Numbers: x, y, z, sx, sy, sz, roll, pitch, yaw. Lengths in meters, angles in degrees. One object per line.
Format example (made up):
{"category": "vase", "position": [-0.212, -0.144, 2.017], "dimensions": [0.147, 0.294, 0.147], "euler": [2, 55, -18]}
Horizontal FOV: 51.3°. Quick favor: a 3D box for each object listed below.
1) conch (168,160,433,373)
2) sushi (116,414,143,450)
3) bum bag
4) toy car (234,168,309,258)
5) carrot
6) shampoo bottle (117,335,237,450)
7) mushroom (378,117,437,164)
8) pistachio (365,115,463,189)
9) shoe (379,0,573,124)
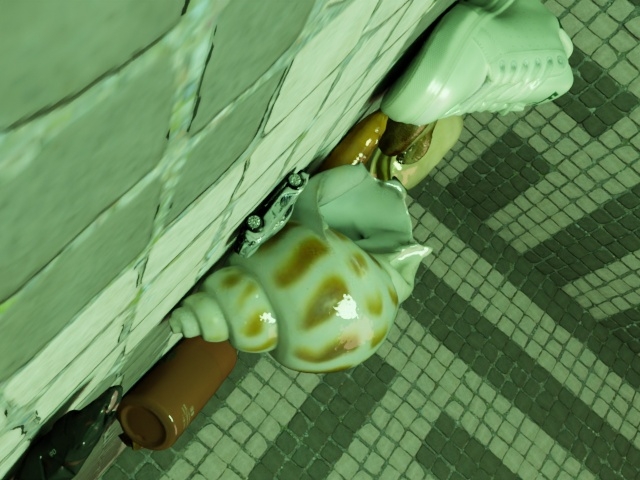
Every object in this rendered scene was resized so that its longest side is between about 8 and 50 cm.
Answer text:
{"category": "conch", "position": [-0.009, 0.036, 0.633], "dimensions": [0.149, 0.182, 0.275], "euler": [-29, 170, 33]}
{"category": "sushi", "position": [-0.243, 0.237, 0.887], "dimensions": [0.052, 0.055, 0.120], "euler": [-37, 163, -30]}
{"category": "bum bag", "position": [-0.180, 0.148, 0.457], "dimensions": [0.124, 0.034, 0.058], "euler": [-49, -171, 18]}
{"category": "toy car", "position": [-0.037, -0.023, 0.553], "dimensions": [0.093, 0.025, 0.041], "euler": [-49, 180, -24]}
{"category": "carrot", "position": [-0.011, -0.032, 0.745], "dimensions": [0.066, 0.062, 0.271], "euler": [9, 125, -50]}
{"category": "shampoo bottle", "position": [-0.163, 0.166, 0.871], "dimensions": [0.085, 0.085, 0.244], "euler": [-49, -179, 31]}
{"category": "mushroom", "position": [0.127, -0.162, 0.894], "dimensions": [0.127, 0.087, 0.127], "euler": [-47, -177, 4]}
{"category": "pistachio", "position": [0.145, -0.169, 1.079], "dimensions": [0.200, 0.117, 0.145], "euler": [-41, 138, -23]}
{"category": "shoe", "position": [0.198, -0.191, 0.759], "dimensions": [0.132, 0.160, 0.363], "euler": [-52, 178, 43]}
